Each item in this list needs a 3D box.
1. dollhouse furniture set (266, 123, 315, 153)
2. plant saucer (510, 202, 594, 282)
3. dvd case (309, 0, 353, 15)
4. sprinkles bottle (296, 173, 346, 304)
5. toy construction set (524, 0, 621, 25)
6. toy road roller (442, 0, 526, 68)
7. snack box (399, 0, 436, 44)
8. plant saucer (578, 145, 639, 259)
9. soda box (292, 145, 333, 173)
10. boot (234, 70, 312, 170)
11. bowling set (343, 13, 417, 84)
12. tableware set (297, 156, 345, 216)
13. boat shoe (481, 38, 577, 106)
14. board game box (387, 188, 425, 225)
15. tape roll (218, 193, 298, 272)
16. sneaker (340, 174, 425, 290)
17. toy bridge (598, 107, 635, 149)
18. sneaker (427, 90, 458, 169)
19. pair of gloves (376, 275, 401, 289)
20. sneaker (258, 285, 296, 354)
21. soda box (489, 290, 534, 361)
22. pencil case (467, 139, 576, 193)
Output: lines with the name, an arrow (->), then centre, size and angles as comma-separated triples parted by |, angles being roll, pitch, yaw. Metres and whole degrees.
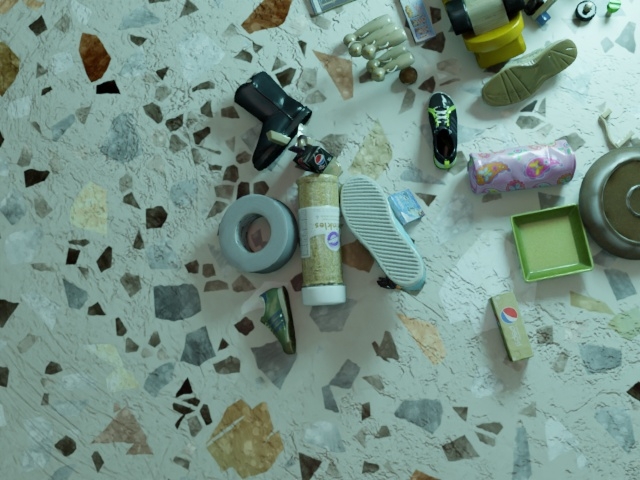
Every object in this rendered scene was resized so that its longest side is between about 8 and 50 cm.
dollhouse furniture set -> -0.082, -0.306, 1.886 | 0.114, 0.091, 0.081 | 18, 72, -27
plant saucer -> 0.626, 0.009, 1.861 | 0.188, 0.045, 0.188 | -11, 81, 5
dvd case -> 0.059, -0.788, 2.048 | 0.221, 0.018, 0.164 | -21, 81, 3
sprinkles bottle -> 0.000, 0.000, 1.882 | 0.121, 0.121, 0.355 | -4, 85, 6
toy construction set -> 0.675, -0.774, 1.867 | 0.257, 0.237, 0.309 | -13, 81, 4
toy road roller -> 0.463, -0.640, 1.908 | 0.202, 0.240, 0.329 | -18, 44, 19
snack box -> 0.281, -0.667, 2.004 | 0.064, 0.022, 0.178 | -18, 80, 3
plant saucer -> 0.851, -0.103, 1.825 | 0.310, 0.050, 0.310 | 0, 87, -4
soda box -> -0.023, -0.227, 1.901 | 0.053, 0.169, 0.060 | 37, 86, -18
boot -> -0.173, -0.348, 1.971 | 0.207, 0.094, 0.246 | 38, 81, 6
bowling set -> 0.177, -0.503, 1.921 | 0.154, 0.287, 0.200 | -25, 114, 9
tableware set -> 0.026, -0.146, 1.960 | 0.141, 0.020, 0.168 | -38, 83, 3
boat shoe -> 0.581, -0.468, 1.921 | 0.285, 0.089, 0.104 | -28, 106, 4
board game box -> 0.239, -0.094, 1.901 | 0.090, 0.090, 0.020 | 58, 136, 10
tape roll -> -0.174, -0.017, 1.909 | 0.219, 0.072, 0.219 | -3, 83, 24
sneaker -> 0.169, -0.010, 1.873 | 0.135, 0.150, 0.366 | -28, 65, 5
toy bridge -> 0.839, -0.278, 1.887 | 0.063, 0.026, 0.188 | -41, 80, 1
sneaker -> 0.351, -0.314, 1.909 | 0.084, 0.097, 0.234 | -7, 81, 5
pair of gloves -> 0.197, 0.095, 1.914 | 0.074, 0.010, 0.083 | 7, 86, 6
sneaker -> -0.124, 0.227, 1.908 | 0.086, 0.064, 0.192 | -12, 81, 12
soda box -> 0.514, 0.232, 1.836 | 0.061, 0.058, 0.181 | -17, 80, 4
pencil case -> 0.549, -0.201, 1.866 | 0.284, 0.124, 0.124 | -9, 81, 4
